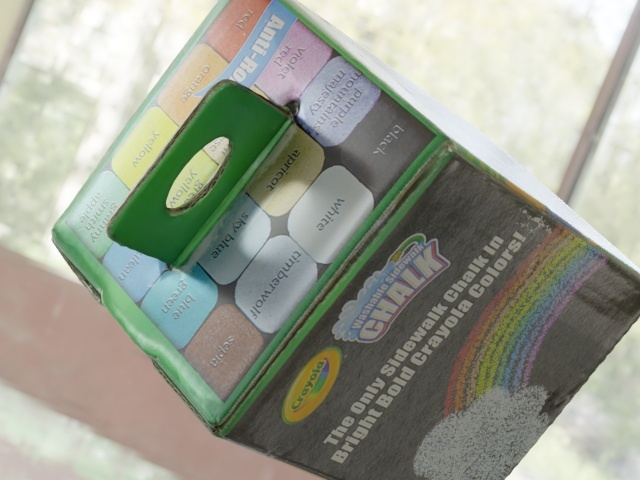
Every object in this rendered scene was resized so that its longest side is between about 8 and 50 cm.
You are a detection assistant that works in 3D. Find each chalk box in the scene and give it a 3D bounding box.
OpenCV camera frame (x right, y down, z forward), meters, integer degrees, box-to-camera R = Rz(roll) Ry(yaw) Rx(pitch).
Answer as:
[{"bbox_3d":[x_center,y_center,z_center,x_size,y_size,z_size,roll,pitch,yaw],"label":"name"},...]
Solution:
[{"bbox_3d":[0.000,0.000,0.715,0.213,0.132,0.132,31,11,-49],"label":"chalk box"}]
